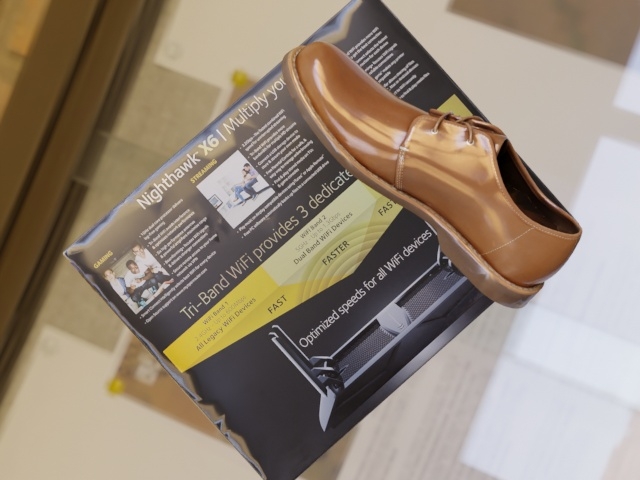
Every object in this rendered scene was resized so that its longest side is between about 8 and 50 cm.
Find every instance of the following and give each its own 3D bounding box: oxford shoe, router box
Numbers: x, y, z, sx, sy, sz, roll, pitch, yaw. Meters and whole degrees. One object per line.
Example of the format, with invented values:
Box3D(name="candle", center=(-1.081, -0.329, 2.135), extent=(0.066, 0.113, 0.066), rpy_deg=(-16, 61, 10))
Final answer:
Box3D(name="oxford shoe", center=(0.070, -0.056, 0.942), extent=(0.076, 0.212, 0.076), rpy_deg=(-48, 4, 37))
Box3D(name="router box", center=(0.000, 0.000, 1.190), extent=(0.309, 0.243, 0.081), rpy_deg=(-41, 1, -3))
